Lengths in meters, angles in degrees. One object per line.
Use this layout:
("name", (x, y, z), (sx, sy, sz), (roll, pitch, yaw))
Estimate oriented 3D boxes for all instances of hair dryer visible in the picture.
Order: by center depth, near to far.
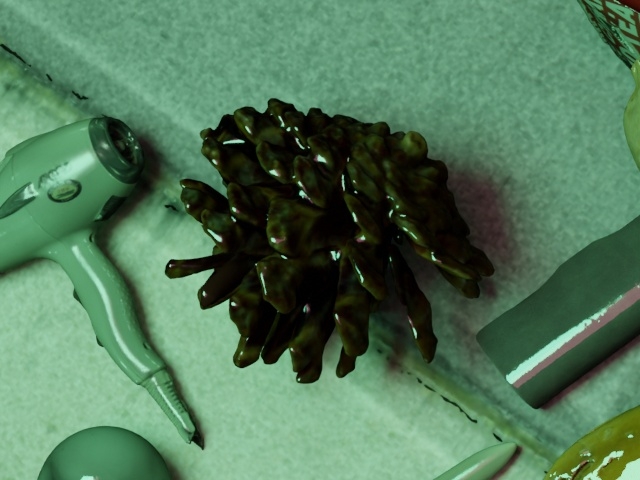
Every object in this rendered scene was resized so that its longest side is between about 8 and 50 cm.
("hair dryer", (-0.221, 0.054, 1.481), (0.229, 0.092, 0.267), (-13, 87, 24))

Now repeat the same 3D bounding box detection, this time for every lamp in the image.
("lamp", (-0.162, 0.190, 1.416), (0.105, 0.105, 0.105), (-3, 81, 18))

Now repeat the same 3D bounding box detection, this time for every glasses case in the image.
("glasses case", (0.205, 0.039, 1.354), (0.190, 0.042, 0.072), (-37, 65, 10))

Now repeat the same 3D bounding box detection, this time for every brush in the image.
("brush", (0.018, 0.228, 1.391), (0.299, 0.042, 0.039), (-35, 87, 7))

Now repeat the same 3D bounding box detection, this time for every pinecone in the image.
("pinecone", (-0.002, 0.002, 1.340), (0.201, 0.202, 0.229), (-43, 70, -9))

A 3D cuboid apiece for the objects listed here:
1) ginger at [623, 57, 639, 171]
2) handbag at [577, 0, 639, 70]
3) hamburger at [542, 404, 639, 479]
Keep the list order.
("ginger", (0.319, 0.018, 1.251), (0.190, 0.126, 0.354), (-30, 78, -16))
("handbag", (0.309, -0.171, 1.282), (0.298, 0.171, 0.151), (8, 85, 18))
("hamburger", (0.254, 0.207, 1.281), (0.213, 0.108, 0.214), (-5, 76, 20))
